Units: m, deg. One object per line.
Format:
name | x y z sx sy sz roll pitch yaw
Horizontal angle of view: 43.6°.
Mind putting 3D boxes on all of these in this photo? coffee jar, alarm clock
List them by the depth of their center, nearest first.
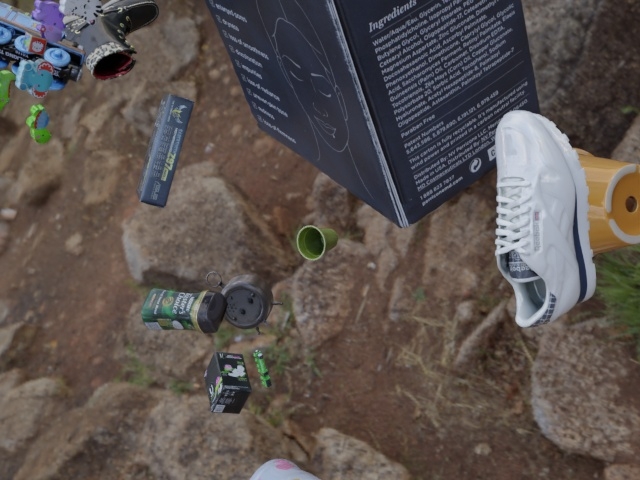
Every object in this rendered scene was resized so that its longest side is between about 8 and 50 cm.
coffee jar | -0.306 0.158 1.812 0.185 0.079 0.096 1 50 21
alarm clock | -0.199 0.141 1.953 0.129 0.192 0.064 -54 1 18

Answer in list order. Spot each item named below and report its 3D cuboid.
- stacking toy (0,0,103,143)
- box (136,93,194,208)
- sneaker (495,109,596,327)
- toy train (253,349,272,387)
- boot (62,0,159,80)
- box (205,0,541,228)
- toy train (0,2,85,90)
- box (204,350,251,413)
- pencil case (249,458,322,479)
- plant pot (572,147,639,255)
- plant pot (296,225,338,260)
stacking toy | -0.372 -0.255 1.075 0.167 0.052 0.221 36 110 43
box | -0.334 -0.195 1.708 0.183 0.059 0.232 -147 72 -73
sneaker | 0.228 -0.022 0.859 0.090 0.095 0.235 3 114 61
toy train | -0.114 0.255 1.586 0.024 0.017 0.083 27 136 58
boot | -0.413 -0.420 1.663 0.178 0.236 0.085 46 149 32
box | 0.043 -0.355 1.220 0.297 0.471 0.480 -35 41 -13
toy train | -0.483 -0.325 1.345 0.080 0.184 0.105 120 165 -45
box | -0.155 0.236 1.328 0.062 0.052 0.083 -62 31 32
pencil case | -0.014 0.399 1.146 0.113 0.124 0.273 -51 17 -19
plant pot | 0.452 -0.058 1.340 0.188 0.205 0.205 3 73 64
plant pot | 0.000 0.000 1.912 0.083 0.079 0.083 8 104 35
